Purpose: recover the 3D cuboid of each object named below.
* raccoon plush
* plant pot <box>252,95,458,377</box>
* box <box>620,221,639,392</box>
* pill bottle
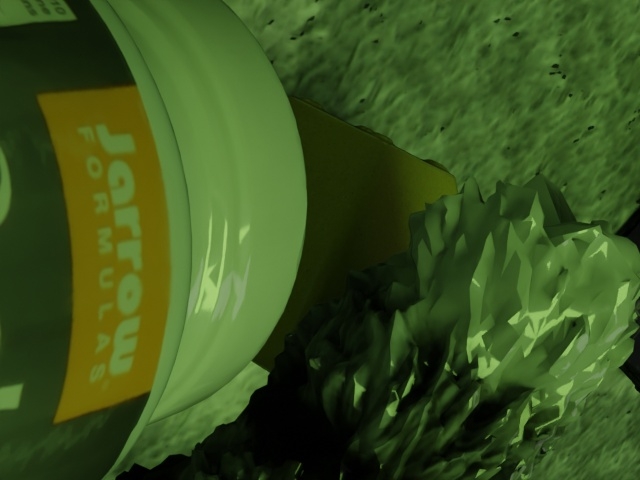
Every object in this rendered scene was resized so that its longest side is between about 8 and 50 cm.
[{"bbox_3d":[-0.045,0.221,0.517,0.216,0.299,0.446,9,132,-43],"label":"raccoon plush"},{"bbox_3d":[0.000,0.000,0.627,0.081,0.081,0.083,20,97,-52],"label":"plant pot"},{"bbox_3d":[0.239,0.049,0.804,0.153,0.207,0.108,-49,144,0],"label":"box"},{"bbox_3d":[-0.127,0.003,0.391,0.278,0.162,0.162,-15,133,-59],"label":"pill bottle"}]
